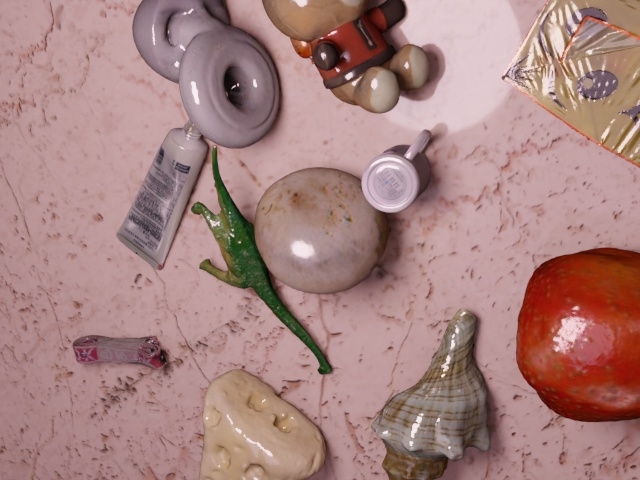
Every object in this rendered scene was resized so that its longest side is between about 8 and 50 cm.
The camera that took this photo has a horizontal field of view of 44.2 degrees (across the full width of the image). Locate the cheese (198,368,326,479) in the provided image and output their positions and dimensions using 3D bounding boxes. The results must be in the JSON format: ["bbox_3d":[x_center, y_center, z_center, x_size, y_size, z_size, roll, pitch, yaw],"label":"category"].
[{"bbox_3d":[-0.117,0.386,1.549,0.248,0.174,0.251,0,98,23],"label":"cheese"}]

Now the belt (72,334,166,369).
[{"bbox_3d":[-0.428,0.235,1.688,0.232,0.071,0.053,1,110,24],"label":"belt"}]

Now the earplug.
[{"bbox_3d":[-0.204,-0.311,1.396,0.325,0.214,0.175,54,134,7],"label":"earplug"}]

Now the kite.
[{"bbox_3d":[0.448,-0.290,1.241,0.328,0.013,0.377,-7,103,23],"label":"kite"}]

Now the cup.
[{"bbox_3d":[0.132,-0.125,1.340,0.099,0.133,0.136,8,106,16],"label":"cup"}]

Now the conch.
[{"bbox_3d":[0.211,0.322,1.410,0.203,0.169,0.386,20,114,-11],"label":"conch"}]

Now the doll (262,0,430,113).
[{"bbox_3d":[0.032,-0.356,1.296,0.330,0.235,0.174,58,150,-8],"label":"doll"}]

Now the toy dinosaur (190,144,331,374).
[{"bbox_3d":[-0.106,0.051,1.457,0.301,0.087,0.447,32,145,29],"label":"toy dinosaur"}]

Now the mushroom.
[{"bbox_3d":[0.000,0.000,1.403,0.244,0.243,0.243,5,105,20],"label":"mushroom"}]

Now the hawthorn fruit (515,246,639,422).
[{"bbox_3d":[0.464,0.138,1.190,0.330,0.287,0.287,-5,101,29],"label":"hawthorn fruit"}]

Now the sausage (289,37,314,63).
[{"bbox_3d":[-0.067,-0.475,1.373,0.053,0.053,0.347,-15,97,24],"label":"sausage"}]

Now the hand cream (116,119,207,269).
[{"bbox_3d":[-0.305,-0.097,1.564,0.124,0.078,0.340,36,121,9],"label":"hand cream"}]
